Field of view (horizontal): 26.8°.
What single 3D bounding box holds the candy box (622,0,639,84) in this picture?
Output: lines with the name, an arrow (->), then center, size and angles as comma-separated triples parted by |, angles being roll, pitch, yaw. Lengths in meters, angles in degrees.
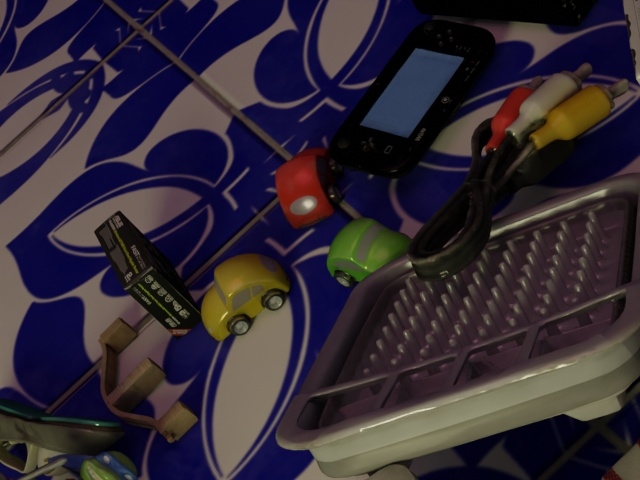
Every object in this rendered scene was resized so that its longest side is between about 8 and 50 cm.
candy box -> 0.311, -0.157, 1.107 | 0.070, 0.165, 0.196 | -22, 43, 24

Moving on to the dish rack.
dish rack -> 0.134, 0.069, 1.031 | 0.285, 0.072, 0.333 | -22, 16, 22

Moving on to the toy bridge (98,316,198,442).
toy bridge -> -0.183, 0.147, 1.328 | 0.063, 0.026, 0.188 | -44, 39, -1

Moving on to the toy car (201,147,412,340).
toy car -> 0.000, 0.000, 1.297 | 0.225, 0.053, 0.239 | 9, 59, 44

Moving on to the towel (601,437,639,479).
towel -> 0.375, 0.129, 0.875 | 0.329, 0.037, 0.237 | -38, 38, 0

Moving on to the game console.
game console -> 0.149, -0.203, 1.371 | 0.213, 0.044, 0.361 | 14, 61, 45

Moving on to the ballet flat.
ballet flat -> -0.271, 0.200, 1.330 | 0.213, 0.072, 0.068 | 3, 83, 41

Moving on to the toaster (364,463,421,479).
toaster -> 0.050, 0.263, 0.897 | 0.186, 0.110, 0.168 | -34, 40, 7

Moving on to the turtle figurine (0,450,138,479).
turtle figurine -> -0.245, 0.293, 1.105 | 0.266, 0.198, 0.275 | -50, 36, -6

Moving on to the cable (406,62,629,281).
cable -> 0.146, -0.069, 1.177 | 0.139, 0.072, 0.287 | 6, 35, 47

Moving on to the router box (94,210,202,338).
router box -> -0.177, 0.035, 1.377 | 0.038, 0.092, 0.122 | -40, 38, 1
